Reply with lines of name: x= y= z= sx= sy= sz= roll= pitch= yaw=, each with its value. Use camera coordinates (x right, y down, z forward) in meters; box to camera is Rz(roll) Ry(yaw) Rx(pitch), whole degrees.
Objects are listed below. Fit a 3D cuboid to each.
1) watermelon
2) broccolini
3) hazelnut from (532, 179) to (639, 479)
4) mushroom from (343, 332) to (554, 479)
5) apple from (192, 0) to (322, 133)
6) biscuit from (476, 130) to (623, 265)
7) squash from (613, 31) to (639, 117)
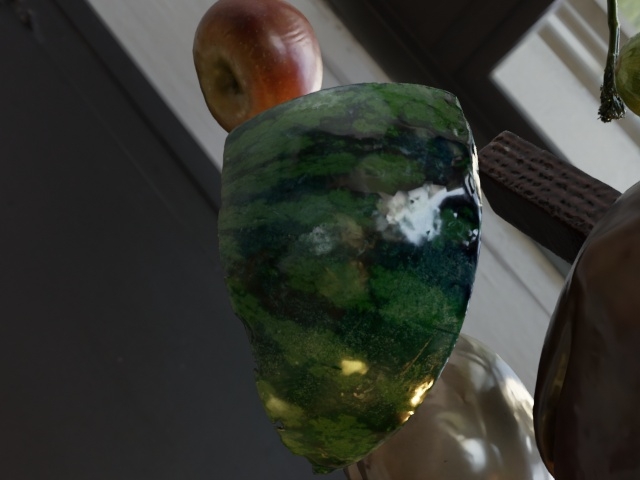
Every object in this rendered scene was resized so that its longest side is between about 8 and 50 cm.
watermelon: x=-0.007 y=0.024 z=1.102 sx=0.222 sy=0.292 sz=0.319 roll=20 pitch=135 yaw=-31
broccolini: x=0.504 y=-0.321 z=1.951 sx=0.051 sy=0.239 sz=0.054 roll=4 pitch=-166 yaw=24
hazelnut: x=0.370 y=0.078 z=0.824 sx=0.402 sy=0.402 sz=0.429 roll=-26 pitch=152 yaw=-48
mushroom: x=0.156 y=0.302 z=1.521 sx=0.295 sy=0.362 sz=0.362 roll=-30 pitch=172 yaw=20
apple: x=-0.091 y=-0.269 z=1.767 sx=0.173 sy=0.210 sz=0.235 roll=-26 pitch=126 yaw=-38
biscuit: x=0.323 y=-0.011 z=1.326 sx=0.073 sy=0.388 sz=0.107 roll=-41 pitch=130 yaw=-8
squash: x=0.495 y=-0.160 z=1.210 sx=0.371 sy=0.118 sz=0.118 roll=6 pitch=160 yaw=-5
